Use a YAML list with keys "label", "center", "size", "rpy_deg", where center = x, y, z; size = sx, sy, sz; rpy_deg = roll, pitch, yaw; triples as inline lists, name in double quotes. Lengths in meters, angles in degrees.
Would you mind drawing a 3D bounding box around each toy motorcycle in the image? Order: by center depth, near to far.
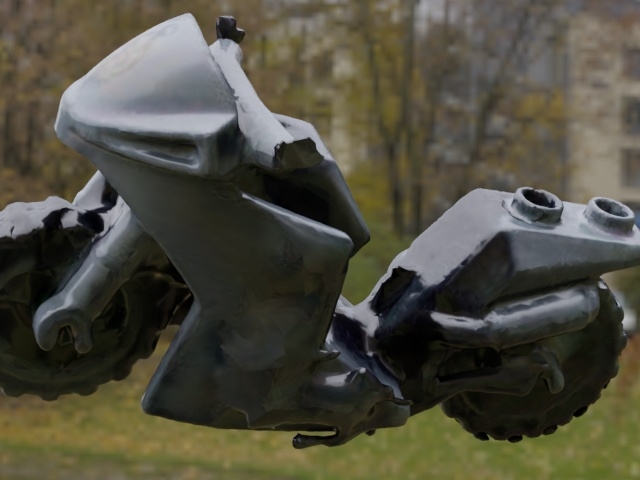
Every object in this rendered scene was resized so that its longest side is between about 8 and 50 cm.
- label: "toy motorcycle"
  center: [0.000, 0.000, 0.691]
  size: [0.270, 0.159, 0.106]
  rpy_deg: [5, 28, -20]
